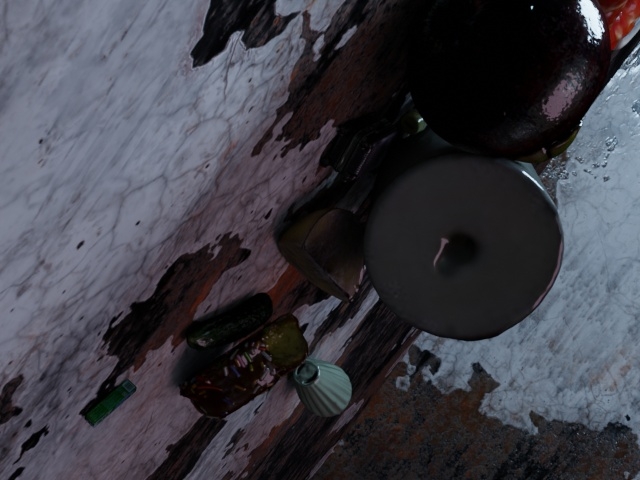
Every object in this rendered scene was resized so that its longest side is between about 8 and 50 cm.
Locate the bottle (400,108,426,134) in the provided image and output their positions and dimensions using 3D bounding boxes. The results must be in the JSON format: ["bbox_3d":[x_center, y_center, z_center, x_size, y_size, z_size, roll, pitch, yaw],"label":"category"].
[{"bbox_3d":[0.226,-0.247,1.797,0.269,0.083,0.083,-38,160,-42],"label":"bottle"}]

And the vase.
[{"bbox_3d":[-0.004,0.337,2.431,0.128,0.128,0.248,-50,156,-7],"label":"vase"}]

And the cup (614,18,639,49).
[{"bbox_3d":[0.504,-0.465,1.895,0.253,0.200,0.191,-27,151,-58],"label":"cup"}]

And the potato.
[{"bbox_3d":[-0.003,-0.002,1.699,0.120,0.100,0.261,-63,152,-15],"label":"potato"}]

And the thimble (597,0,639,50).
[{"bbox_3d":[0.441,-0.474,1.626,0.350,0.230,0.350,-47,166,-16],"label":"thimble"}]

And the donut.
[{"bbox_3d":[-0.122,0.217,1.701,0.216,0.096,0.230,-35,179,13],"label":"donut"}]

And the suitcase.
[{"bbox_3d":[0.063,-0.146,1.594,0.126,0.059,0.086,-34,158,-56],"label":"suitcase"}]

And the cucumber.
[{"bbox_3d":[-0.145,0.134,1.637,0.214,0.052,0.058,-23,119,-61],"label":"cucumber"}]

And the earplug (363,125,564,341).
[{"bbox_3d":[0.238,-0.042,1.787,0.313,0.312,0.394,-57,-174,18],"label":"earplug"}]

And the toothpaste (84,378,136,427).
[{"bbox_3d":[-0.296,0.229,1.459,0.083,0.020,0.017,-42,166,-35],"label":"toothpaste"}]

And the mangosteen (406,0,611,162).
[{"bbox_3d":[0.283,-0.252,1.493,0.300,0.300,0.300,-48,165,-17],"label":"mangosteen"}]
